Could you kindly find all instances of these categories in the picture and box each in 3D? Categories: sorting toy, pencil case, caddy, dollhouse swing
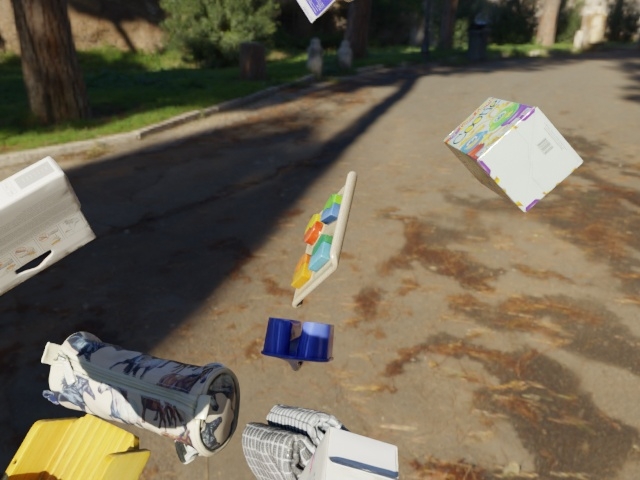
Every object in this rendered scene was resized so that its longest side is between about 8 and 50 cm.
[{"bbox_3d":[0.000,0.000,1.073,0.038,0.208,0.192,21,57,-11],"label":"sorting toy"},{"bbox_3d":[-0.346,0.291,1.188,0.411,0.159,0.183,8,-12,26],"label":"pencil case"},{"bbox_3d":[-0.075,0.373,2.156,0.242,0.179,0.341,5,-8,9],"label":"caddy"},{"bbox_3d":[-0.689,0.560,1.494,0.347,0.305,0.315,6,62,38],"label":"dollhouse swing"}]

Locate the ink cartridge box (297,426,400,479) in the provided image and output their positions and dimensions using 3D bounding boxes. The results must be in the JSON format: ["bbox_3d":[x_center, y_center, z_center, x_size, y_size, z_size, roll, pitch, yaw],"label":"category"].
[{"bbox_3d":[0.032,0.299,0.725,0.092,0.143,0.089,18,35,-8],"label":"ink cartridge box"}]

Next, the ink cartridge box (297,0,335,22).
[{"bbox_3d":[-0.032,-0.767,1.775,0.045,0.206,0.208,-39,13,-20],"label":"ink cartridge box"}]

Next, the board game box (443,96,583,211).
[{"bbox_3d":[0.373,-0.182,1.228,0.144,0.142,0.275,44,11,-13],"label":"board game box"}]

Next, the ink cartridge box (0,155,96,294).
[{"bbox_3d":[-0.659,-0.014,1.305,0.296,0.261,0.066,-36,69,-21],"label":"ink cartridge box"}]

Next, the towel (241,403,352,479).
[{"bbox_3d":[0.002,0.401,0.946,0.121,0.283,0.235,-32,1,-27],"label":"towel"}]

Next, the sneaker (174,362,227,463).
[{"bbox_3d":[-0.256,0.400,1.437,0.118,0.292,0.110,3,35,-33],"label":"sneaker"}]
